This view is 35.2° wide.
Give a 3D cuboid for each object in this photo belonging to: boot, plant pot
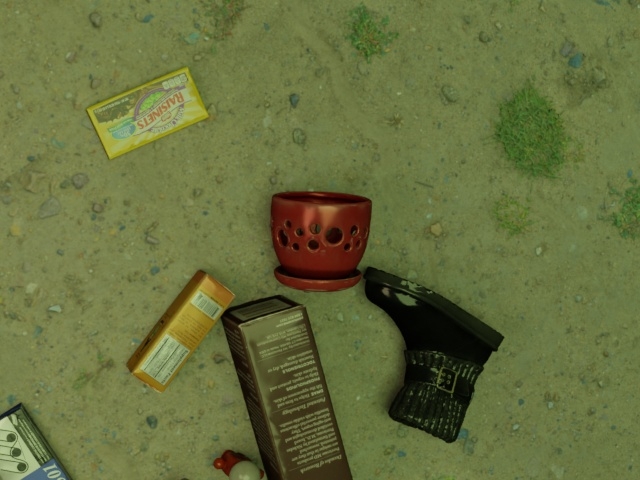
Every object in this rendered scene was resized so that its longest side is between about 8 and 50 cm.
[{"bbox_3d":[0.185,0.231,2.008,0.348,0.131,0.260,32,84,-16],"label":"boot"},{"bbox_3d":[0.000,0.000,1.915,0.191,0.191,0.174,-2,102,-16],"label":"plant pot"}]

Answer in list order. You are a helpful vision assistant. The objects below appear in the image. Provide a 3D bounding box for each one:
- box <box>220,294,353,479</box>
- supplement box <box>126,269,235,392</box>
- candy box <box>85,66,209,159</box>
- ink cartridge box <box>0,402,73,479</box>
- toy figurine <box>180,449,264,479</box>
[{"bbox_3d":[-0.063,0.306,1.909,0.143,0.191,0.381,-15,98,-15],"label":"box"},{"bbox_3d":[-0.264,0.170,1.901,0.080,0.078,0.233,41,82,-18],"label":"supplement box"},{"bbox_3d":[-0.322,-0.239,1.886,0.206,0.027,0.105,-26,103,-13],"label":"candy box"},{"bbox_3d":[-0.536,0.412,1.851,0.097,0.046,0.207,-32,102,-11],"label":"ink cartridge box"},{"bbox_3d":[-0.183,0.524,1.908,0.210,0.148,0.213,-24,100,-14],"label":"toy figurine"}]
